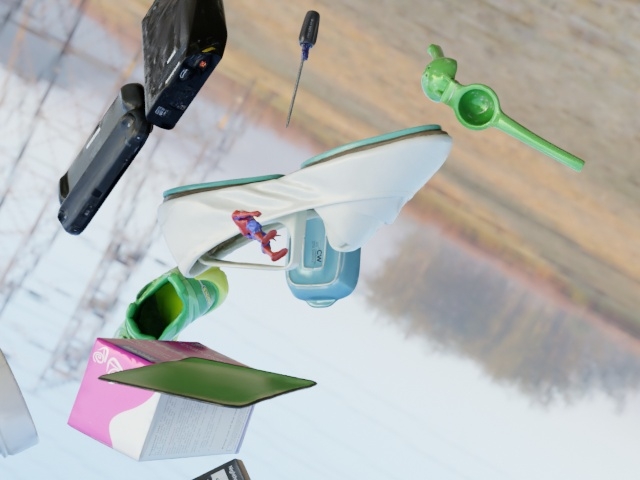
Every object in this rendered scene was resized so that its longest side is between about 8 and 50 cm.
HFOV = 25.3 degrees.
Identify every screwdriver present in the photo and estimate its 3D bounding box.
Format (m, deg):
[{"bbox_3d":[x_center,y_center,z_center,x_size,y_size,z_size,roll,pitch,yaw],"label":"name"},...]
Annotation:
[{"bbox_3d":[-0.023,-0.221,1.850,0.025,0.170,0.024,18,161,-30],"label":"screwdriver"}]

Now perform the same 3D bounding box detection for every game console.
[{"bbox_3d":[-0.222,-0.164,1.717,0.044,0.361,0.213,25,-148,-26],"label":"game console"}]

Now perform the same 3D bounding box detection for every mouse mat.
[{"bbox_3d":[-0.105,0.136,1.376,0.152,0.007,0.189,9,-176,24],"label":"mouse mat"}]

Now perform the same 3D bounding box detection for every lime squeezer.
[{"bbox_3d":[0.186,-0.167,1.726,0.110,0.059,0.310,28,-167,-46],"label":"lime squeezer"}]

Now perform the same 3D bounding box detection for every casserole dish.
[{"bbox_3d":[0.000,0.000,2.011,0.114,0.189,0.037,-3,166,28],"label":"casserole dish"}]

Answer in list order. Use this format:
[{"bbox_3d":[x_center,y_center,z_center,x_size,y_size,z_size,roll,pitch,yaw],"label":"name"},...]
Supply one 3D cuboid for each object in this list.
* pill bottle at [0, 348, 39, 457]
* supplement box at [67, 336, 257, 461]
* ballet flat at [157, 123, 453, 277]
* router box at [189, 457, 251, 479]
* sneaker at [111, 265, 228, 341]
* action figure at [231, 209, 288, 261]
[{"bbox_3d":[-0.497,0.242,1.725,0.160,0.283,0.160,56,161,31],"label":"pill bottle"},{"bbox_3d":[-0.177,0.185,1.674,0.111,0.114,0.220,22,-174,27],"label":"supplement box"},{"bbox_3d":[-0.015,-0.035,1.738,0.400,0.139,0.139,-13,166,23],"label":"ballet flat"},{"bbox_3d":[-0.131,0.398,1.894,0.179,0.133,0.046,65,-176,15],"label":"router box"},{"bbox_3d":[-0.257,0.124,2.124,0.123,0.295,0.109,-11,-121,-50],"label":"sneaker"},{"bbox_3d":[-0.064,-0.011,1.449,0.038,0.030,0.115,54,170,-28],"label":"action figure"}]
